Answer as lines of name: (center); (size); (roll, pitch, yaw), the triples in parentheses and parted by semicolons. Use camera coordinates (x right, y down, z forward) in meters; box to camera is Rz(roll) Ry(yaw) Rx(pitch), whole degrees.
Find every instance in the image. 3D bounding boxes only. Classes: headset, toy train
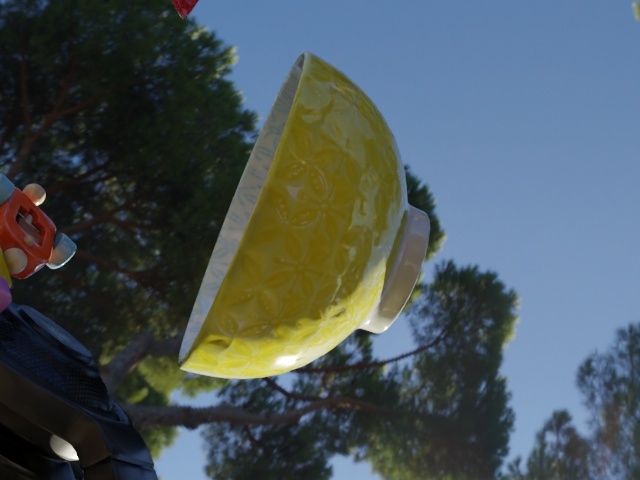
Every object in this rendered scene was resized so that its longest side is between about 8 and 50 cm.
headset: (-0.216, 0.119, 0.503); (0.243, 0.185, 0.394); (-27, -115, 5)
toy train: (-0.190, -0.021, 0.425); (0.046, 0.125, 0.166); (-35, -57, 9)

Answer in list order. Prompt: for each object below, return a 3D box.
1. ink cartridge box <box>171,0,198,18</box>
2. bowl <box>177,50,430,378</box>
ink cartridge box: (-0.096, -0.258, 0.566); (0.078, 0.231, 0.134); (2, -38, 27)
bowl: (0.000, 0.000, 0.779); (0.156, 0.289, 0.289); (21, -63, -10)
